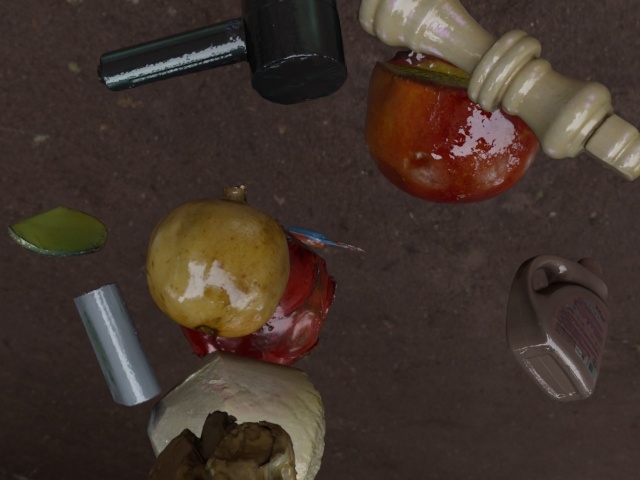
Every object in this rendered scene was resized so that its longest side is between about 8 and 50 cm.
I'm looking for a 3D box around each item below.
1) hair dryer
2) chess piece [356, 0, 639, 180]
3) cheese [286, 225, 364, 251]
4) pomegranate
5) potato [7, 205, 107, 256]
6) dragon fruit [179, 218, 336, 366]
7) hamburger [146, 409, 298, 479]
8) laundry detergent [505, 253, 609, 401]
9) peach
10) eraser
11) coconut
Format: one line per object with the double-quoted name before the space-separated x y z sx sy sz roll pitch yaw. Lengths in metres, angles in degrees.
"hair dryer" -0.132 -0.277 0.835 0.302 0.244 0.116 -11 164 7
"chess piece" 0.225 -0.203 0.853 0.397 0.117 0.117 42 147 19
"cheese" 0.000 0.000 1.708 0.256 0.037 0.106 14 177 44
"pomegranate" -0.125 0.019 0.877 0.196 0.196 0.196 9 143 7
"potato" -0.531 -0.008 1.409 0.198 0.119 0.054 -12 154 -50
"dragon fruit" -0.123 0.114 1.367 0.296 0.301 0.295 34 180 0
"hamburger" -0.078 0.275 0.504 0.145 0.283 0.259 -5 109 5
"laundry detergent" 0.334 0.085 0.971 0.076 0.237 0.171 -23 115 45
"peach" 0.276 -0.238 1.490 0.406 0.335 0.310 23 126 35
"eraser" -0.393 0.197 1.348 0.174 0.081 0.227 -14 97 63
"coconut" -0.135 0.286 1.045 0.244 0.239 0.239 11 146 -22
